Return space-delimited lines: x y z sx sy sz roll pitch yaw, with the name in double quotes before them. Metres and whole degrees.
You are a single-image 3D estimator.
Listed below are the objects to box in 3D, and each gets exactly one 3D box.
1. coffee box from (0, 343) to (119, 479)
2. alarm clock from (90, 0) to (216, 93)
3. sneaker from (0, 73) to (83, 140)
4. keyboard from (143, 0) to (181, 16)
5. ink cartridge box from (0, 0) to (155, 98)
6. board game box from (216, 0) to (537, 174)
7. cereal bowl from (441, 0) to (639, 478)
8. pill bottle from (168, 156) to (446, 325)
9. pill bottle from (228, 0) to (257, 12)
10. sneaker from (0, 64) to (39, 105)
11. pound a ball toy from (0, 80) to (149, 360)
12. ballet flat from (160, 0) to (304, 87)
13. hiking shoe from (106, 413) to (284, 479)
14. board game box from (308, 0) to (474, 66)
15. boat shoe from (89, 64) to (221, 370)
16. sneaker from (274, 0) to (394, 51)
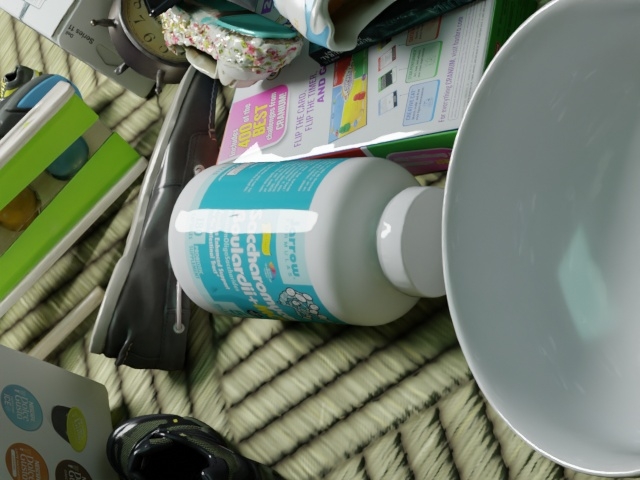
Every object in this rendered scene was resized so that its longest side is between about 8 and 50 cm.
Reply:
"coffee box" -0.410 0.302 1.302 0.338 0.334 0.337 -35 48 26
"alarm clock" -0.155 -0.248 1.558 0.192 0.129 0.064 -43 1 -29
"sneaker" -0.404 -0.054 1.665 0.140 0.125 0.341 25 84 50
"keyboard" -0.144 -0.287 1.470 0.100 0.038 0.192 -38 32 10
"ink cartridge box" -0.283 -0.263 1.656 0.208 0.153 0.087 35 92 47
"board game box" 0.053 -0.175 1.352 0.316 0.064 0.242 -7 62 41
"cereal bowl" 0.239 -0.008 0.981 0.339 0.141 0.339 -3 87 58
"pill bottle" 0.000 0.000 1.237 0.264 0.146 0.146 0 66 44
"pill bottle" -0.063 -0.335 1.528 0.103 0.103 0.184 11 75 46
"sneaker" -0.401 -0.197 1.813 0.083 0.035 0.031 -43 43 16
"pound a ball toy" -0.322 0.008 1.550 0.319 0.208 0.136 -47 18 -6
"ballet flat" -0.088 -0.195 1.402 0.241 0.091 0.077 36 125 55
"hiking shoe" -0.135 0.196 1.271 0.227 0.114 0.086 11 74 46
"board game box" 0.070 -0.249 1.311 0.186 0.026 0.126 -18 55 35
"boat shoe" -0.145 -0.021 1.444 0.112 0.095 0.335 127 160 -66
"sneaker" 0.057 -0.273 1.263 0.228 0.087 0.092 -54 49 15
